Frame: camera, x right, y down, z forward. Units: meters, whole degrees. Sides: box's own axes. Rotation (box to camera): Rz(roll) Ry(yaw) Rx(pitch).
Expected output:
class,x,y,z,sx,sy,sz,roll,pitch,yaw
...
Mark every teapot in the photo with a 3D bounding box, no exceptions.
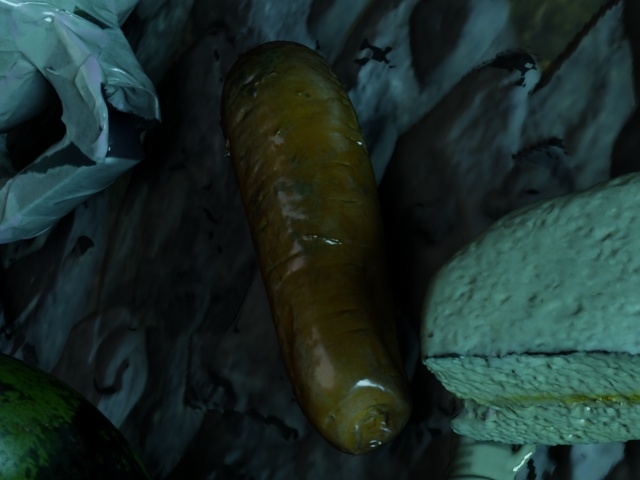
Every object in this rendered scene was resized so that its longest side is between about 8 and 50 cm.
class,x,y,z,sx,sy,sz,roll,pitch,yaw
teapot,-0.174,-0.116,0.840,0.178,0.221,0.163,-45,3,40

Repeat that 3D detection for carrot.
class,x,y,z,sx,sy,sz,roll,pitch,yaw
carrot,0.000,0.000,0.619,0.060,0.060,0.186,-36,55,34

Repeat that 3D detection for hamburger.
class,x,y,z,sx,sy,sz,roll,pitch,yaw
hamburger,0.094,0.017,0.493,0.121,0.054,0.084,-7,47,41

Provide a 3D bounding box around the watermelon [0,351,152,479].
class,x,y,z,sx,sy,sz,roll,pitch,yaw
watermelon,-0.186,0.161,0.613,0.269,0.269,0.269,-25,54,41

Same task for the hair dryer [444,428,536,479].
class,x,y,z,sx,sy,sz,roll,pitch,yaw
hair dryer,-0.005,0.240,0.498,0.296,0.119,0.298,-49,25,28
